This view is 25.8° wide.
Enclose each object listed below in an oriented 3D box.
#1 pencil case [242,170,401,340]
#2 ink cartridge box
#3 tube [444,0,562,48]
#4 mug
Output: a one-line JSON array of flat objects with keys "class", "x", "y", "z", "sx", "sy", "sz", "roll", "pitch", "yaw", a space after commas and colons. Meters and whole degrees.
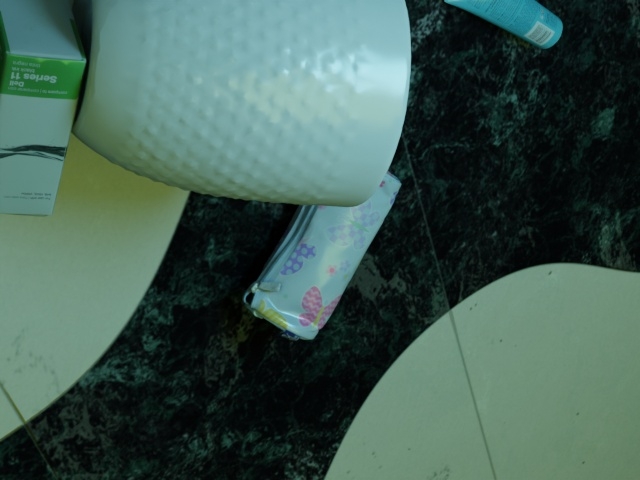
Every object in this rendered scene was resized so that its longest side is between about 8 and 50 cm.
[{"class": "pencil case", "x": 0.000, "y": 0.000, "z": 1.930, "sx": 0.124, "sy": 0.113, "sz": 0.273, "roll": 28, "pitch": 96, "yaw": -26}, {"class": "ink cartridge box", "x": -0.321, "y": -0.150, "z": 1.496, "sx": 0.087, "sy": 0.153, "sz": 0.208, "roll": 2, "pitch": 129, "yaw": -24}, {"class": "tube", "x": 0.264, "y": -0.335, "z": 1.997, "sx": 0.207, "sy": 0.052, "sz": 0.080, "roll": 23, "pitch": 95, "yaw": -40}, {"class": "mug", "x": -0.093, "y": -0.225, "z": 1.509, "sx": 0.328, "sy": 0.276, "sz": 0.374, "roll": 4, "pitch": 122, "yaw": -20}]
